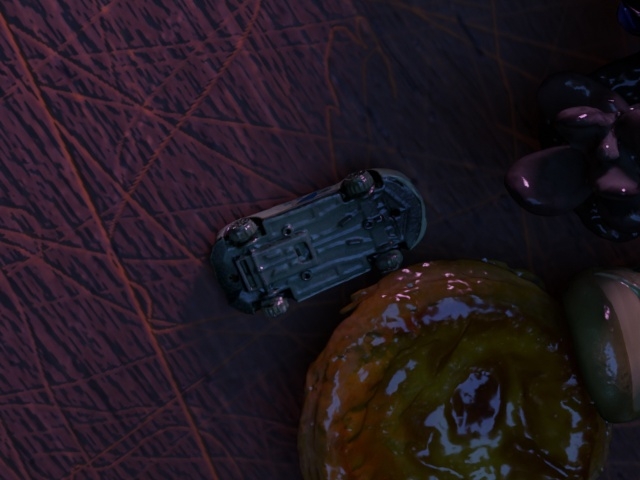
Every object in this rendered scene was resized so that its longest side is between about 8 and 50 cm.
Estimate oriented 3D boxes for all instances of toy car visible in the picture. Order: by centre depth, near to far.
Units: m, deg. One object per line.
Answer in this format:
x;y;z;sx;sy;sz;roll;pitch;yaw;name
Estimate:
0.000;0.000;1.384;0.186;0.058;0.093;-22;106;2;toy car

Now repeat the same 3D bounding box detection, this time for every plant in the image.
0.242;-0.079;1.320;0.146;0.274;0.149;-38;85;20;plant

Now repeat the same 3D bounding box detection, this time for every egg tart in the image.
0.110;0.154;1.415;0.294;0.116;0.295;-2;100;-13;egg tart

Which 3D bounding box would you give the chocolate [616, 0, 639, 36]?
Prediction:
0.361;-0.179;1.340;0.343;0.126;0.148;-4;88;-45;chocolate

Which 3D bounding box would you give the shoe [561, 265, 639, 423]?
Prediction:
0.296;0.065;1.402;0.128;0.262;0.140;-37;69;29;shoe
